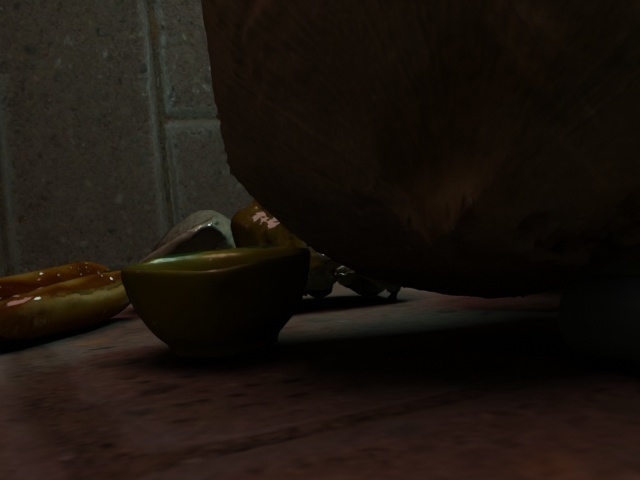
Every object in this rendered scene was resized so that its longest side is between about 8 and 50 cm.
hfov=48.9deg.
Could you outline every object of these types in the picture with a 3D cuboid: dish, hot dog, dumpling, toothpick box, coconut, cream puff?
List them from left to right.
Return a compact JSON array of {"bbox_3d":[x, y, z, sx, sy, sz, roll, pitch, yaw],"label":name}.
[{"bbox_3d":[-0.286,0.069,0.773,0.100,0.068,0.249,9,7,15],"label":"hot dog"},{"bbox_3d":[-0.185,0.033,0.965,0.167,0.126,0.216,-21,7,-8],"label":"dumpling"},{"bbox_3d":[-0.080,0.049,0.569,0.149,0.080,0.208,-4,3,-4],"label":"dish"},{"bbox_3d":[-0.001,-0.006,0.856,0.221,0.194,0.195,-1,0,-14],"label":"cream puff"},{"bbox_3d":[0.108,-0.125,0.489,0.405,0.404,0.404,-5,1,0],"label":"coconut"},{"bbox_3d":[0.177,0.044,0.383,0.052,0.052,0.083,-6,0,-22],"label":"toothpick box"}]
